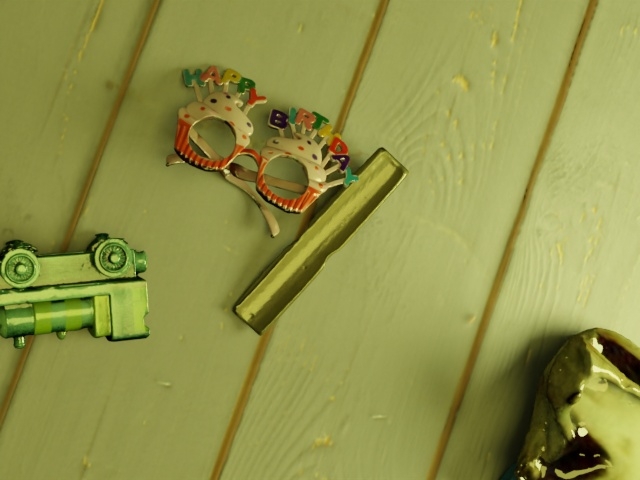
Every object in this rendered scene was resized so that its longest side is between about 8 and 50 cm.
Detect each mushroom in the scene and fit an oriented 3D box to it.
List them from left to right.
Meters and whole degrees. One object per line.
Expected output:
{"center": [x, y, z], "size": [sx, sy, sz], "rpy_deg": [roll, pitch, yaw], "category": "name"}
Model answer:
{"center": [0.372, 0.251, 1.840], "size": [0.292, 0.212, 0.217], "rpy_deg": [24, 113, -30], "category": "mushroom"}

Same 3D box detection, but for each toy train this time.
{"center": [-0.301, 0.061, 1.645], "size": [0.200, 0.083, 0.132], "rpy_deg": [-5, 96, -17], "category": "toy train"}

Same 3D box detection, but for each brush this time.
{"center": [0.000, 0.000, 1.762], "size": [0.054, 0.048, 0.282], "rpy_deg": [42, 86, -2], "category": "brush"}

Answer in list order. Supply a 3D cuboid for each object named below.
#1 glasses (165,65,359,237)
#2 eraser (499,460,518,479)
{"center": [-0.077, -0.112, 1.724], "size": [0.255, 0.095, 0.162], "rpy_deg": [29, 62, -9], "category": "glasses"}
{"center": [0.335, 0.445, 1.886], "size": [0.312, 0.042, 0.144], "rpy_deg": [40, 79, -15], "category": "eraser"}
